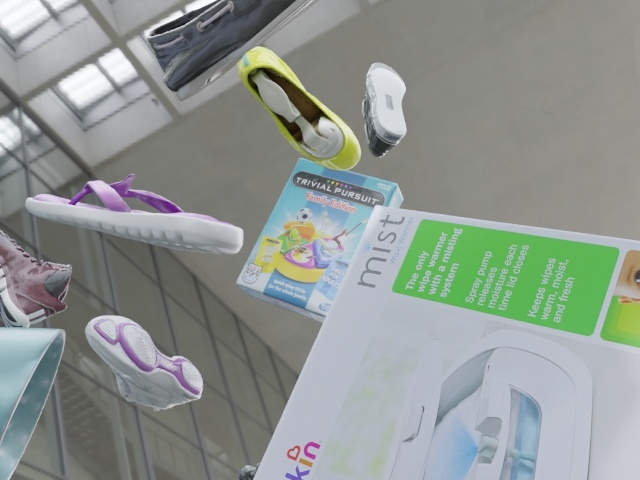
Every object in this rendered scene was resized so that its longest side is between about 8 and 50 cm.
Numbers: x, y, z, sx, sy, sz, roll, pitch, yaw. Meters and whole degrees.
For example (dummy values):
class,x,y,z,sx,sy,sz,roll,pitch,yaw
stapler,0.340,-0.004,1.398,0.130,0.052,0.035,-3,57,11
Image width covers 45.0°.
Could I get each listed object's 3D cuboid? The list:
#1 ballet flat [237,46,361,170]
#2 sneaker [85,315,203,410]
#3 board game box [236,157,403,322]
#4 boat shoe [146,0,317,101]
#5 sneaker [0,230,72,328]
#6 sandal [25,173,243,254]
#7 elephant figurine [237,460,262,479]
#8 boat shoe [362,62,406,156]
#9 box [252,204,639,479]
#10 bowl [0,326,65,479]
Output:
class,x,y,z,sx,sy,sz,roll,pitch,yaw
ballet flat,-0.028,-0.168,1.064,0.077,0.077,0.231,-40,-66,14
sneaker,-0.373,0.263,1.543,0.152,0.114,0.305,-28,-48,17
board game box,0.000,0.000,1.721,0.336,0.253,0.079,-65,-26,-17
boat shoe,-0.093,-0.257,0.856,0.335,0.112,0.096,-22,-71,48
sneaker,-0.609,0.051,1.607,0.162,0.281,0.106,-18,-22,-29
sandal,-0.292,-0.051,1.247,0.416,0.102,0.169,10,-6,27
elephant figurine,-0.120,0.498,1.286,0.186,0.239,0.169,28,-62,5
boat shoe,0.107,-0.241,1.408,0.077,0.219,0.070,22,-47,-18
box,0.102,0.130,0.471,0.127,0.231,0.262,44,-115,-47
bowl,-0.564,0.268,1.287,0.163,0.312,0.312,21,-51,-6
